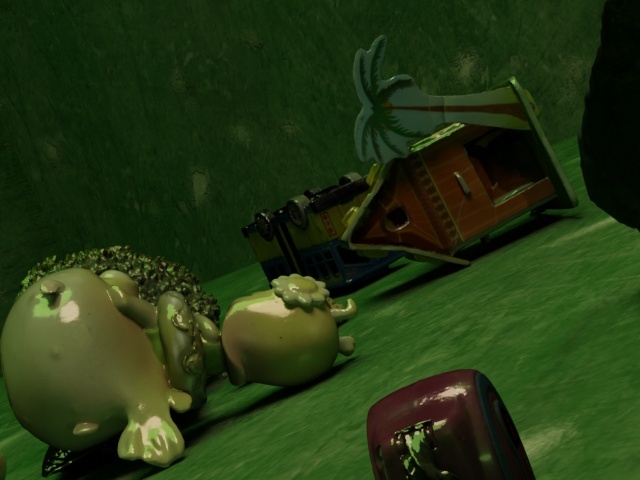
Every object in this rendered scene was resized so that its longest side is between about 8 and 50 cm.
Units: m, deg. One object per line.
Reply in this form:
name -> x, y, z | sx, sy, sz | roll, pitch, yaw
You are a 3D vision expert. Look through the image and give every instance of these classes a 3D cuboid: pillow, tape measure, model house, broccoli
pillow -> -0.237, 0.219, 1.664 | 0.208, 0.055, 0.141 | -27, 7, -4
tape measure -> 0.067, 0.125, 0.670 | 0.074, 0.118, 0.125 | -22, 1, 10
model house -> 0.140, -0.122, 2.000 | 0.323, 0.340, 0.300 | -28, 3, -4
broccoli -> -0.269, 0.126, 1.842 | 0.288, 0.260, 0.235 | 19, -21, -10

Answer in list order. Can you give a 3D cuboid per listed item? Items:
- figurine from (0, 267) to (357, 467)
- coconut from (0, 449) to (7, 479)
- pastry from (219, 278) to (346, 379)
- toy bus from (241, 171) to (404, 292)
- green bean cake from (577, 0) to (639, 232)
figurine -> -0.149, 0.140, 1.521 | 0.394, 0.227, 0.274 | -9, 41, -6
coconut -> -0.452, 0.296, 1.776 | 0.082, 0.083, 0.081 | -46, -12, 10
pastry -> -0.044, 0.110, 1.820 | 0.121, 0.089, 0.258 | -10, 11, 18
toy bus -> 0.000, 0.000, 2.326 | 0.138, 0.175, 0.287 | -27, 4, -29
green bean cake -> 0.375, -0.111, 1.108 | 0.169, 0.300, 0.308 | -42, -29, -32
